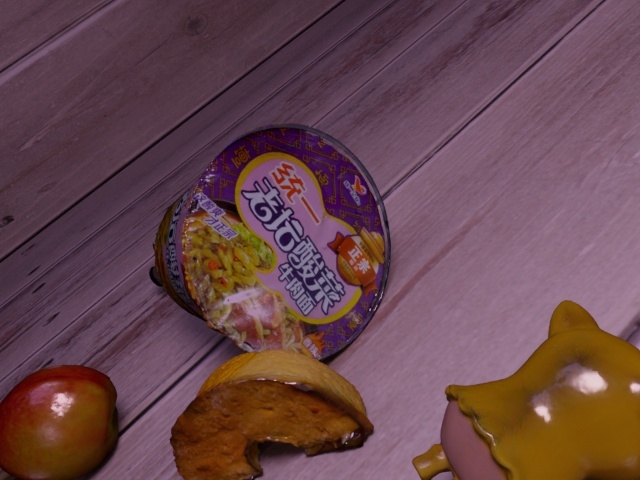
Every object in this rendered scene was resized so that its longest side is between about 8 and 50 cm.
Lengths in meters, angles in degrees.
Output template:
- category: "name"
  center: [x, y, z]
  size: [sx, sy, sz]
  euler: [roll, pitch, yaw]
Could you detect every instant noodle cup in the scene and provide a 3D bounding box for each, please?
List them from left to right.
- category: "instant noodle cup"
  center: [-0.102, 0.013, 0.899]
  size: [0.340, 0.339, 0.266]
  euler: [-50, 23, -27]

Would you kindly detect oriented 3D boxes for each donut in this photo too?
- category: "donut"
  center: [-0.079, 0.208, 0.718]
  size: [0.259, 0.152, 0.101]
  euler: [-23, 27, 19]

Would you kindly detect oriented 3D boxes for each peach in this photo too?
- category: "peach"
  center: [-0.423, 0.290, 0.919]
  size: [0.198, 0.197, 0.197]
  euler: [-26, 29, 15]

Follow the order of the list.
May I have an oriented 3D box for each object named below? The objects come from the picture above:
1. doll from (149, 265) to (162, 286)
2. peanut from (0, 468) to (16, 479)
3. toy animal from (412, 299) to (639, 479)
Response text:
- category: "doll"
  center: [-0.254, 0.033, 1.215]
  size: [0.258, 0.117, 0.182]
  euler: [-14, 36, 34]
- category: "peanut"
  center: [-0.589, 0.404, 0.996]
  size: [0.256, 0.123, 0.124]
  euler: [-48, 31, -18]
- category: "toy animal"
  center: [0.191, 0.165, 0.518]
  size: [0.230, 0.156, 0.156]
  euler: [-37, 28, 2]
